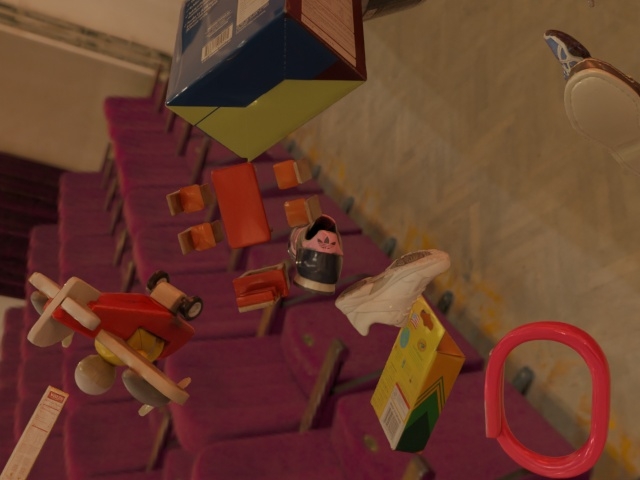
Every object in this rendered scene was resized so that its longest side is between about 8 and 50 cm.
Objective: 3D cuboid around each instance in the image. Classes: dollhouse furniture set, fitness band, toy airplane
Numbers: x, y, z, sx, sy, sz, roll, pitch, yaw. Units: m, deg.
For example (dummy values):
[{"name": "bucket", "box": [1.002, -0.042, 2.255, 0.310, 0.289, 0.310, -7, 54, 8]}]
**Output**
[{"name": "dollhouse furniture set", "box": [-0.133, -0.012, 1.534, 0.135, 0.262, 0.259, -49, -55, -76]}, {"name": "fitness band", "box": [0.393, 0.276, 1.436, 0.054, 0.209, 0.290, -40, -51, -63]}, {"name": "toy airplane", "box": [-0.449, 0.204, 1.724, 0.272, 0.384, 0.386, -65, 15, 11]}]

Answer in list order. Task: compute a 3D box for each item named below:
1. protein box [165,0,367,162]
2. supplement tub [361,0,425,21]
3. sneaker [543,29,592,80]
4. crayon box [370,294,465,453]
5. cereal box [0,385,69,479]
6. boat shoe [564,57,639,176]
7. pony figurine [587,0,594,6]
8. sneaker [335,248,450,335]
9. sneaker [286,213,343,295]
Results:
[{"name": "protein box", "box": [-0.065, -0.245, 1.003, 0.200, 0.136, 0.201, -30, 43, 32]}, {"name": "supplement tub", "box": [0.099, -0.521, 1.575, 0.194, 0.316, 0.193, 26, 128, 39]}, {"name": "sneaker", "box": [0.594, -0.409, 1.943, 0.211, 0.080, 0.081, 50, 131, 13]}, {"name": "crayon box", "box": [0.229, 0.305, 1.923, 0.202, 0.081, 0.318, -116, 43, -63]}, {"name": "cereal box", "box": [-0.560, 0.400, 1.590, 0.240, 0.047, 0.173, -67, 12, -20]}, {"name": "boat shoe", "box": [0.475, -0.204, 1.316, 0.109, 0.305, 0.091, -21, 53, 38]}, {"name": "pony figurine", "box": [0.453, -0.658, 1.689, 0.303, 0.364, 0.351, -103, 14, -63]}, {"name": "sneaker", "box": [0.150, 0.101, 1.556, 0.232, 0.115, 0.090, -29, 10, 17]}, {"name": "sneaker", "box": [0.000, 0.000, 1.683, 0.319, 0.112, 0.131, -111, 34, -70]}]
